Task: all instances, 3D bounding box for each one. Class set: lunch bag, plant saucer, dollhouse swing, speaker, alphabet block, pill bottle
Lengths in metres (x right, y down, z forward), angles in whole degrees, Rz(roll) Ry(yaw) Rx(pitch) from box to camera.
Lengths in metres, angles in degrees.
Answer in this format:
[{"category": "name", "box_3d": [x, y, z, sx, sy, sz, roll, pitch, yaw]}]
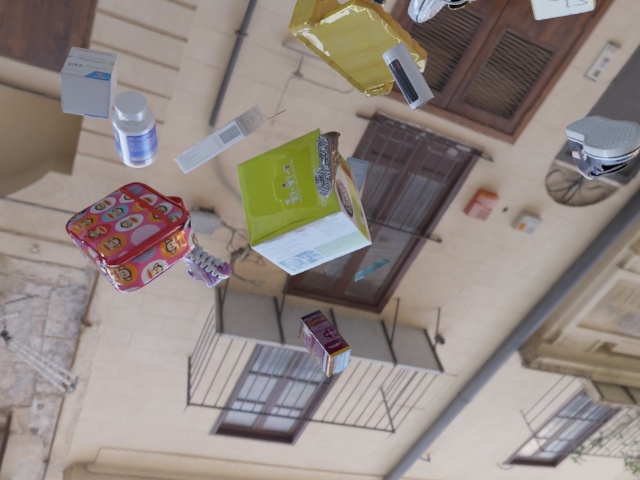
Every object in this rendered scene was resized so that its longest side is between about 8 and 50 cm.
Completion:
[{"category": "lunch bag", "box_3d": [-0.426, -0.026, 1.310, 0.258, 0.120, 0.293, -37, -137, -27]}, {"category": "plant saucer", "box_3d": [0.147, 0.082, 1.617, 0.119, 0.119, 0.021, -22, -98, -51]}, {"category": "dollhouse swing", "box_3d": [0.142, -0.644, 1.650, 0.346, 0.305, 0.315, 31, -123, -32]}, {"category": "speaker", "box_3d": [0.187, -0.351, 1.192, 0.136, 0.055, 0.055, 60, -146, -4]}, {"category": "alphabet block", "box_3d": [0.760, -0.843, 1.753, 0.192, 0.194, 0.197, -2, 168, 26]}, {"category": "pill bottle", "box_3d": [-0.681, -0.409, 2.048, 0.152, 0.272, 0.152, 6, -124, -8]}]

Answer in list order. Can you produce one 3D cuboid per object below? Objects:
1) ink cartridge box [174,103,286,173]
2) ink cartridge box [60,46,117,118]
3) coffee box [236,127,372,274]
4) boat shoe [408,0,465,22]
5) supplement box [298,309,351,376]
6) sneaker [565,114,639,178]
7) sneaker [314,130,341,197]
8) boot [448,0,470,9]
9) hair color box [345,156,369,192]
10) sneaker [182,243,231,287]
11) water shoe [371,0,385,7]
[{"category": "ink cartridge box", "box_3d": [-0.286, -0.341, 1.776, 0.066, 0.296, 0.261, 57, -143, -15]}, {"category": "ink cartridge box", "box_3d": [-0.884, -0.609, 2.144, 0.171, 0.168, 0.233, 6, -140, -15]}, {"category": "coffee box", "box_3d": [-0.055, -0.127, 1.982, 0.334, 0.338, 0.338, 41, -148, -60]}, {"category": "boat shoe", "box_3d": [0.357, -0.617, 1.278, 0.156, 0.367, 0.136, 47, -135, 3]}, {"category": "supplement box", "box_3d": [0.011, 0.331, 1.807, 0.080, 0.104, 0.188, -19, -134, -27]}, {"category": "sneaker", "box_3d": [0.682, -0.210, 1.321, 0.128, 0.126, 0.321, 65, -163, -15]}, {"category": "sneaker", "box_3d": [0.031, -0.210, 1.541, 0.066, 0.189, 0.071, 29, -138, 34]}, {"category": "boot", "box_3d": [0.502, -0.915, 1.972, 0.104, 0.211, 0.295, 26, -177, -10]}, {"category": "hair color box", "box_3d": [0.120, -0.183, 2.540, 0.113, 0.185, 0.375, 15, -127, 8]}, {"category": "sneaker", "box_3d": [-0.420, 0.074, 1.869, 0.236, 0.104, 0.095, 38, -154, -9]}, {"category": "water shoe", "box_3d": [0.151, -0.874, 1.933, 0.203, 0.080, 0.073, 36, -131, 23]}]
